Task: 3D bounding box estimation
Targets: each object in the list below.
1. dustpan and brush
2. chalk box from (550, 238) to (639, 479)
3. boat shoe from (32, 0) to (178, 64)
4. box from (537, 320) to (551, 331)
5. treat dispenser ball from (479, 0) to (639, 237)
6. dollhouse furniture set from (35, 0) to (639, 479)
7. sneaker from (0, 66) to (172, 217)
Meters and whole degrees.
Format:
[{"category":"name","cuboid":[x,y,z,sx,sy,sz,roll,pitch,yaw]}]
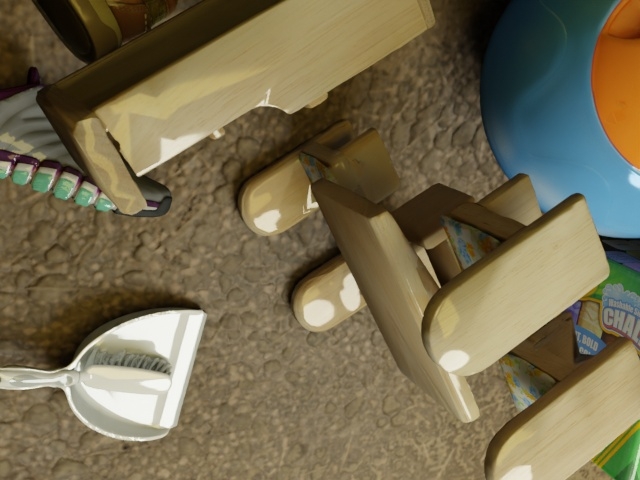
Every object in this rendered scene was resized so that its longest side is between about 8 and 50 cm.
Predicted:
[{"category":"dustpan and brush","cuboid":[-0.217,0.129,0.808,0.211,0.060,0.147,10,104,-26]},{"category":"chalk box","cuboid":[0.383,0.100,0.940,0.180,0.179,0.288,0,109,-23]},{"category":"boat shoe","cuboid":[-0.220,-0.291,0.637,0.104,0.111,0.307,-41,120,-23]},{"category":"box","cuboid":[0.357,0.132,1.068,0.184,0.045,0.190,3,107,-22]},{"category":"treat dispenser ball","cuboid":[0.299,-0.145,0.800,0.288,0.288,0.288,-8,112,-21]},{"category":"dollhouse furniture set","cuboid":[0.000,0.000,0.677,0.257,0.362,0.394,-33,117,-13]},{"category":"sneaker","cuboid":[-0.222,-0.089,0.717,0.224,0.083,0.098,18,94,-28]}]
